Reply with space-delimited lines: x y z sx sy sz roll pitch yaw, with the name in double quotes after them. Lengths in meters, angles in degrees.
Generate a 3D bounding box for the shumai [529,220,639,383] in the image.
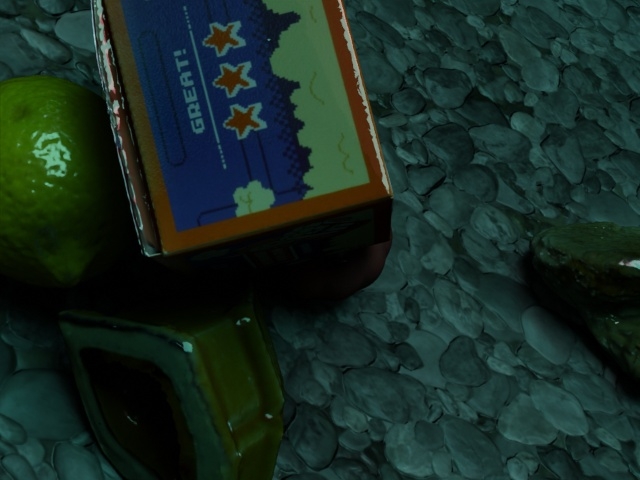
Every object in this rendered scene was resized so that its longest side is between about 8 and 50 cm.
0.413 0.088 1.976 0.222 0.203 0.272 -6 21 -38 "shumai"

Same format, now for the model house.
-0.125 0.165 1.552 0.239 0.173 0.268 -24 99 -57 "model house"

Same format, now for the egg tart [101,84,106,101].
-0.143 -0.180 1.819 0.297 0.132 0.297 0 89 -17 "egg tart"

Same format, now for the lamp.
0.000 0.000 1.778 0.182 0.140 0.182 4 50 -5 "lamp"

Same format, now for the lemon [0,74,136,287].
-0.305 -0.061 1.562 0.228 0.228 0.253 -10 43 -38 "lemon"

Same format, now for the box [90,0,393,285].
-0.079 -0.137 1.543 0.257 0.348 0.318 -13 84 1 "box"
